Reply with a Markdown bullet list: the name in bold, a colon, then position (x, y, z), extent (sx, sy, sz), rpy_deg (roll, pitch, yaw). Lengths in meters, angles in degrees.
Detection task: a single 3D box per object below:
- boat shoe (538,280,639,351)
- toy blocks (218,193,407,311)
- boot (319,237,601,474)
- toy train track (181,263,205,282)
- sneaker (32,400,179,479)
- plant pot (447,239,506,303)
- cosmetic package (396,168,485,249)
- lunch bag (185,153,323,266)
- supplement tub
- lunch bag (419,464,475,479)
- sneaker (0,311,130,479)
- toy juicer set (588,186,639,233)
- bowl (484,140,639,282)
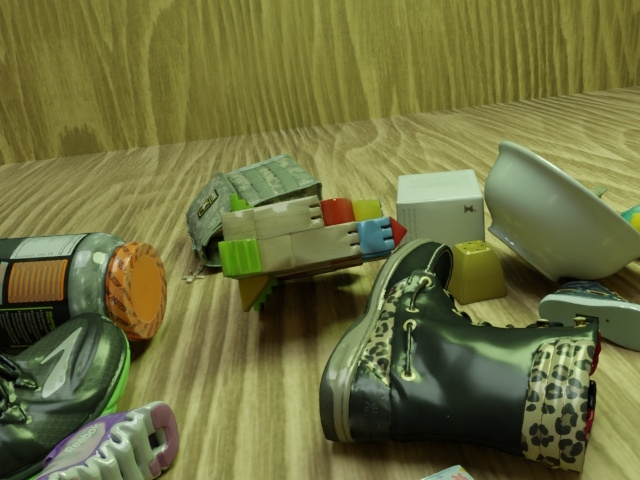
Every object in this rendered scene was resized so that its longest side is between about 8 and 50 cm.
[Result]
- **boat shoe**: position (0.411, 0.098, 0.848), extent (0.183, 0.065, 0.083), rpy_deg (12, 29, 42)
- **toy blocks**: position (0.000, 0.000, 0.995), extent (0.261, 0.190, 0.381), rpy_deg (-11, -6, 2)
- **boot**: position (0.193, 0.123, 0.748), extent (0.284, 0.138, 0.377), rpy_deg (3, 27, 27)
- **toy train track**: position (-0.252, 0.063, 1.216), extent (0.048, 0.014, 0.083), rpy_deg (-2, 21, 11)
- **sneaker**: position (-0.256, 0.253, 0.628), extent (0.105, 0.095, 0.236), rpy_deg (-4, 15, 26)
- **plant pot**: position (0.256, 0.047, 1.004), extent (0.082, 0.083, 0.081), rpy_deg (-11, 21, -8)
- **cosmetic package**: position (0.224, -0.034, 1.131), extent (0.152, 0.151, 0.183), rpy_deg (-4, 20, 11)
- **lunch bag**: position (-0.153, -0.060, 1.302), extent (0.287, 0.168, 0.235), rpy_deg (-19, 27, -11)
- **supplement tub**: position (-0.422, 0.086, 0.955), extent (0.316, 0.193, 0.193), rpy_deg (-2, 21, 9)
- **lunch bag**: position (0.116, 0.255, 0.549), extent (0.083, 0.053, 0.071), rpy_deg (-7, 21, -29)
- **sneaker**: position (-0.414, 0.195, 0.654), extent (0.185, 0.202, 0.483), rpy_deg (9, 26, 34)
- **toy juicer set**: position (0.570, -0.019, 1.046), extent (0.209, 0.089, 0.329), rpy_deg (-6, 23, -36)
- **bowl**: position (0.378, -0.024, 1.001), extent (0.298, 0.134, 0.298), rpy_deg (36, 10, -8)
